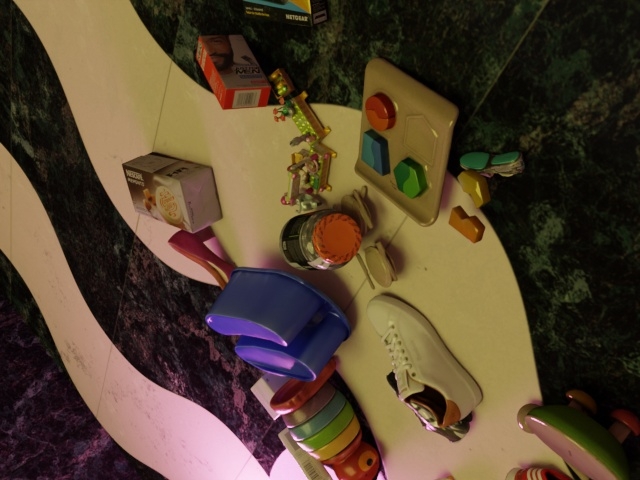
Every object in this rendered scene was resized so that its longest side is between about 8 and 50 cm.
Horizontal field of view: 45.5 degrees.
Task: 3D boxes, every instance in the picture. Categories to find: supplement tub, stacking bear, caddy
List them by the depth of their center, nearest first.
[{"bbox_3d":[0.000,0.000,1.475,0.117,0.117,0.190,65,160,-7],"label":"supplement tub"},{"bbox_3d":[-0.089,0.167,1.685,0.341,0.179,0.241,2,138,48],"label":"caddy"},{"bbox_3d":[0.028,0.443,1.761,0.289,0.175,0.164,54,142,-5],"label":"stacking bear"}]

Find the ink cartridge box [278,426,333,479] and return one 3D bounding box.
[{"bbox_3d":[-0.013,0.577,1.886,0.181,0.056,0.225,46,163,40],"label":"ink cartridge box"}]

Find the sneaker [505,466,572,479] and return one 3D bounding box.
[{"bbox_3d":[0.435,0.517,1.389,0.221,0.087,0.128,58,145,0],"label":"sneaker"}]

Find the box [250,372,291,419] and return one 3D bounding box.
[{"bbox_3d":[-0.096,0.365,1.886,0.102,0.101,0.087,50,142,10],"label":"box"}]

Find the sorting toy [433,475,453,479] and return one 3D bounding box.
[{"bbox_3d":[0.266,0.545,1.643,0.083,0.045,0.075,54,150,7],"label":"sorting toy"}]

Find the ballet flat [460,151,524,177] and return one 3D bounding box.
[{"bbox_3d":[0.269,-0.115,1.188,0.114,0.041,0.041,5,118,49],"label":"ballet flat"}]

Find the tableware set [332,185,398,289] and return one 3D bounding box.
[{"bbox_3d":[0.098,-0.003,1.459,0.194,0.039,0.128,65,159,2],"label":"tableware set"}]

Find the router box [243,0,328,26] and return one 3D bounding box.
[{"bbox_3d":[-0.069,-0.454,1.337,0.178,0.046,0.133,21,129,40],"label":"router box"}]

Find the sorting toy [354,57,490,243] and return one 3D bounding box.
[{"bbox_3d":[0.159,-0.136,1.255,0.307,0.041,0.229,43,141,36],"label":"sorting toy"}]

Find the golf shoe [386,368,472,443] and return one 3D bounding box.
[{"bbox_3d":[0.209,0.338,1.536,0.198,0.077,0.094,34,137,31],"label":"golf shoe"}]

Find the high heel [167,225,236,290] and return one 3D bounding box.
[{"bbox_3d":[-0.276,0.076,1.881,0.082,0.117,0.244,-21,98,53],"label":"high heel"}]

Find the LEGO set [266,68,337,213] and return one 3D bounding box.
[{"bbox_3d":[-0.055,-0.178,1.459,0.132,0.107,0.287,15,125,43],"label":"LEGO set"}]

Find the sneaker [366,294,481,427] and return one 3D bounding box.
[{"bbox_3d":[0.174,0.230,1.465,0.290,0.123,0.106,47,144,19],"label":"sneaker"}]

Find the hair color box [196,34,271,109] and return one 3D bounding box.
[{"bbox_3d":[-0.168,-0.324,1.459,0.167,0.093,0.053,61,148,35],"label":"hair color box"}]

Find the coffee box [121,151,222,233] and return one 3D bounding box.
[{"bbox_3d":[-0.364,-0.122,1.864,0.246,0.098,0.141,19,127,41],"label":"coffee box"}]

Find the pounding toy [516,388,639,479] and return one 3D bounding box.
[{"bbox_3d":[0.436,0.308,1.253,0.183,0.110,0.237,40,170,8],"label":"pounding toy"}]
